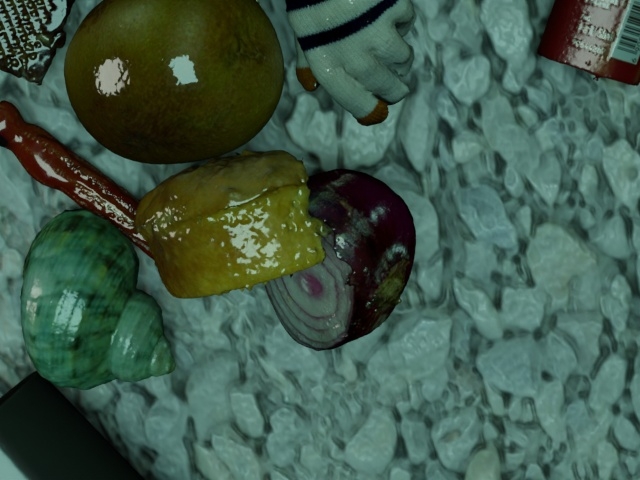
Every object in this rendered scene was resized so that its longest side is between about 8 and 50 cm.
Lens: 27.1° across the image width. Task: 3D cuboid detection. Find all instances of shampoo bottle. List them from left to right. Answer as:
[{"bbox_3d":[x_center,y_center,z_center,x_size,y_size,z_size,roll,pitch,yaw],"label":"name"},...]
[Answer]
[{"bbox_3d":[0.329,-0.321,1.379,0.118,0.076,0.314,16,103,-5],"label":"shampoo bottle"}]

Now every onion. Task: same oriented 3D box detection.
[{"bbox_3d":[0.000,0.000,1.425,0.140,0.218,0.195,-34,141,-32],"label":"onion"}]

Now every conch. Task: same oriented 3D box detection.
[{"bbox_3d":[-0.243,0.079,1.427,0.188,0.122,0.176,40,82,-29],"label":"conch"}]

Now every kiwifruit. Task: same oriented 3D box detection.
[{"bbox_3d":[-0.152,-0.169,1.332,0.234,0.196,0.196,0,110,43],"label":"kiwifruit"}]

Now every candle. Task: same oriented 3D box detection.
[{"bbox_3d":[-0.244,-0.050,1.442,0.329,0.048,0.051,37,92,-11],"label":"candle"}]

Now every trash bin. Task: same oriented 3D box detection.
[{"bbox_3d":[-0.269,0.323,1.456,0.214,0.214,0.334,-40,95,8],"label":"trash bin"}]

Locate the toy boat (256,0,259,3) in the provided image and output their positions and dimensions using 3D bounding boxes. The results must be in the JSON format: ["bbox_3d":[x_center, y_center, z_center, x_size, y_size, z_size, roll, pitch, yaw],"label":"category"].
[{"bbox_3d":[-0.135,-0.273,1.389,0.149,0.049,0.047,12,104,-5],"label":"toy boat"}]

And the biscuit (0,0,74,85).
[{"bbox_3d":[-0.440,-0.288,1.363,0.388,0.073,0.107,24,103,-7],"label":"biscuit"}]

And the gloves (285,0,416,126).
[{"bbox_3d":[0.031,-0.226,1.370,0.140,0.131,0.218,-13,95,4],"label":"gloves"}]

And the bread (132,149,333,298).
[{"bbox_3d":[-0.103,-0.009,1.346,0.140,0.229,0.143,-25,97,-32],"label":"bread"}]
